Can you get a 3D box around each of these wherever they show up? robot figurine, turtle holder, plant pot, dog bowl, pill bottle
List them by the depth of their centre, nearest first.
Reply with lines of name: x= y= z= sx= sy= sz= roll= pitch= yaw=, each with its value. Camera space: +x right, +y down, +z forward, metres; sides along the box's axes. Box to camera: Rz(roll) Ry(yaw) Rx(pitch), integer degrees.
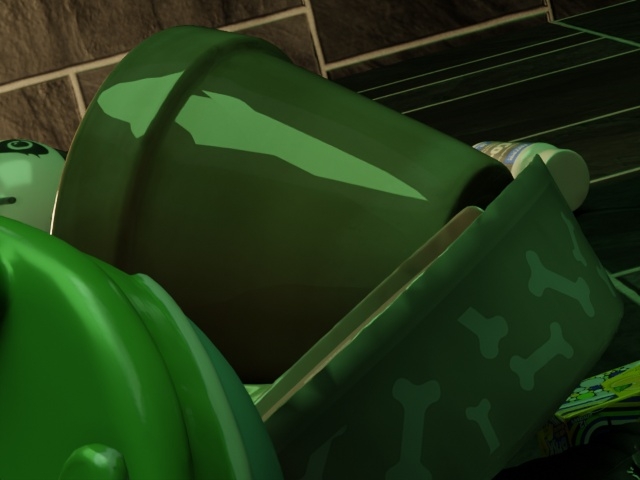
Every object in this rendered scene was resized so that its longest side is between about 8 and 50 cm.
turtle holder: x=-0.102 y=0.141 z=0.772 sx=0.320 sy=0.243 sz=0.227 roll=35 pitch=4 yaw=32
dog bowl: x=0.027 y=0.103 z=1.059 sx=0.349 sy=0.102 sz=0.349 roll=-42 pitch=-1 yaw=-1
plant pot: x=-0.004 y=0.009 z=1.461 sx=0.280 sy=0.323 sz=0.323 roll=12 pitch=23 yaw=25
robot figurine: x=-0.236 y=0.008 z=1.752 sx=0.278 sy=0.209 sz=0.173 roll=25 pitch=15 yaw=-49
pill bottle: x=0.211 y=-0.063 z=1.942 sx=0.078 sy=0.078 sz=0.137 roll=-21 pitch=14 yaw=-29

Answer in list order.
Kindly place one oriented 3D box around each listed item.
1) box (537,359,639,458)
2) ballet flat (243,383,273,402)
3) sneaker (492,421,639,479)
box: x=0.228 y=0.108 z=1.235 sx=0.169 sy=0.054 sz=0.059 roll=-18 pitch=13 yaw=-16
ballet flat: x=-0.068 y=0.145 z=1.367 sx=0.248 sy=0.086 sz=0.086 roll=-8 pitch=14 yaw=22
sneaker: x=0.158 y=0.160 z=0.964 sx=0.147 sy=0.104 sz=0.296 roll=-22 pitch=9 yaw=-10
